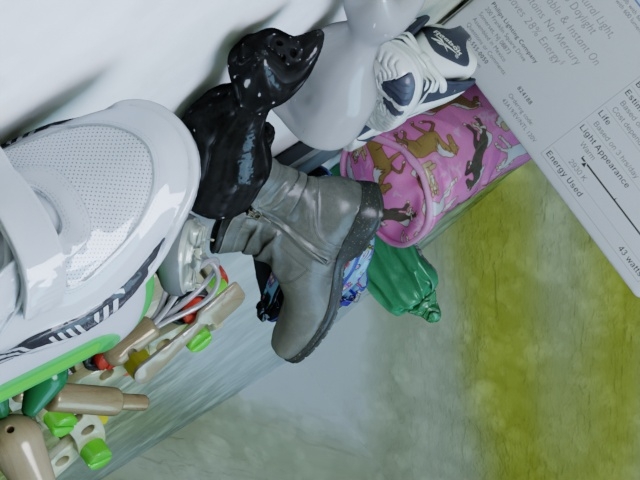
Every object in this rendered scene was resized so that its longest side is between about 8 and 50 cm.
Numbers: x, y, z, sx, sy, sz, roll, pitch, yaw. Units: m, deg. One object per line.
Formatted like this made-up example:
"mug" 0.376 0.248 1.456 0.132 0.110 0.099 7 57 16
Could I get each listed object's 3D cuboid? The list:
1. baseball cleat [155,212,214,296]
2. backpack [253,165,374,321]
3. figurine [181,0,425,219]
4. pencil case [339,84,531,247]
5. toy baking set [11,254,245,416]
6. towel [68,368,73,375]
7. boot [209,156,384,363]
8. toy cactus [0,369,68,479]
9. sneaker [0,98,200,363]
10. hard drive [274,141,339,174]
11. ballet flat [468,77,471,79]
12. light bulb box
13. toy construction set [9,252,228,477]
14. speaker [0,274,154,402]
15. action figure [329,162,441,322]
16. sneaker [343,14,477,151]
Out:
"baseball cleat" -0.149 0.005 1.549 0.206 0.109 0.072 164 -64 -88
"backpack" 0.000 0.000 2.091 0.117 0.158 0.173 8 145 -34
"figurine" -0.012 -0.133 1.477 0.215 0.092 0.209 -33 169 -33
"pencil case" 0.196 -0.138 2.220 0.386 0.160 0.167 -32 134 -34
"toy baking set" -0.186 0.090 1.770 0.256 0.030 0.197 15 109 -46
"towel" -0.286 0.140 2.189 0.144 0.029 0.197 -36 174 5
"boot" -0.049 0.016 1.932 0.161 0.083 0.246 12 123 -22
"toy cactus" -0.290 0.142 1.586 0.219 0.180 0.112 -28 -169 -25
"sneaker" -0.230 0.018 1.125 0.366 0.137 0.210 -32 176 -10
"hard drive" -0.030 -0.083 1.984 0.135 0.022 0.094 -33 173 -24
"ballet flat" 0.208 -0.239 2.106 0.173 0.049 0.057 -35 -157 35
"light bulb box" 0.385 -0.199 1.869 0.361 0.358 0.225 -38 175 26
"toy construction set" -0.206 0.118 1.915 0.327 0.151 0.215 -42 152 -27
"speaker" -0.253 0.061 1.370 0.131 0.131 0.296 -41 172 33
"action figure" 0.076 0.010 2.270 0.137 0.232 0.063 -37 174 10
"sneaker" 0.087 -0.167 1.698 0.153 0.094 0.235 -36 174 -14
